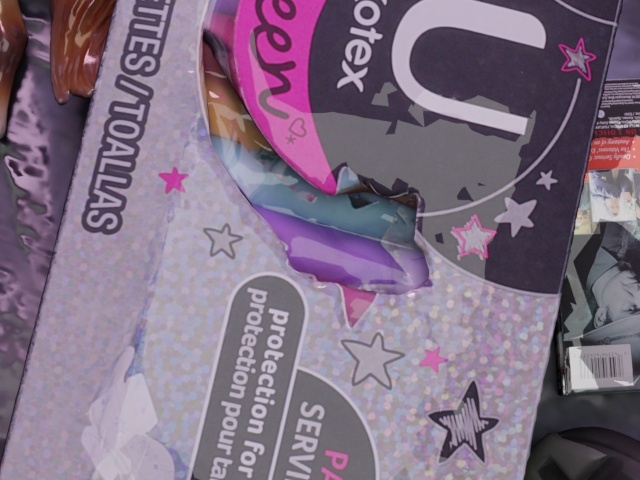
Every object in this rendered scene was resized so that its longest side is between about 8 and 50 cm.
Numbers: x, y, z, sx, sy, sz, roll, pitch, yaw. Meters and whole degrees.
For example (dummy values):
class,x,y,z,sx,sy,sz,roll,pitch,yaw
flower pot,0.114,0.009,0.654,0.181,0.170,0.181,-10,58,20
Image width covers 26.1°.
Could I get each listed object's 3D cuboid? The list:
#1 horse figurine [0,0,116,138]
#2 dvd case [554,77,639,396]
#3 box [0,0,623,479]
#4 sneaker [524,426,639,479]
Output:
class,x,y,z,sx,sy,sz,roll,pitch,yaw
horse figurine,-0.171,-0.133,0.490,0.263,0.066,0.174,21,88,1
dvd case,0.128,-0.003,0.523,0.087,0.013,0.120,-3,82,-5
box,0.000,0.000,0.436,0.142,0.163,0.247,12,83,-1
sneaker,0.180,0.158,0.477,0.267,0.101,0.106,41,37,15
